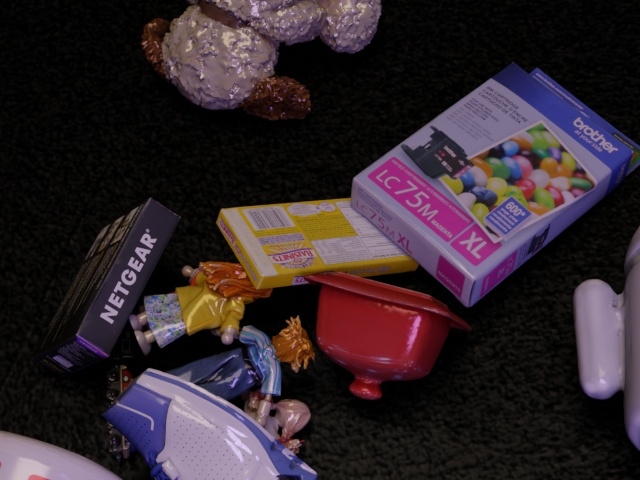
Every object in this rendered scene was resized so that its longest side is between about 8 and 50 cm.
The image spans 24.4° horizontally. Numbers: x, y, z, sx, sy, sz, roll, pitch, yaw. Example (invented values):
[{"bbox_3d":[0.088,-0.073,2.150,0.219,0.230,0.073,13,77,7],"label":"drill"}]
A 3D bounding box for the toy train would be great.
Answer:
[{"bbox_3d":[-0.209,0.160,1.568,0.036,0.027,0.158,-1,57,-8],"label":"toy train"}]

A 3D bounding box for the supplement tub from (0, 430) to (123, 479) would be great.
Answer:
[{"bbox_3d":[-0.296,0.329,1.364,0.191,0.191,0.272,14,69,13],"label":"supplement tub"}]

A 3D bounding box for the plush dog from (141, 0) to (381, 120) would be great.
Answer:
[{"bbox_3d":[-0.092,-0.259,1.738,0.262,0.210,0.225,25,90,21],"label":"plush dog"}]

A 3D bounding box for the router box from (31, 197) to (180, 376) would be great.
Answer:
[{"bbox_3d":[-0.230,0.051,1.575,0.046,0.133,0.179,35,61,-19],"label":"router box"}]

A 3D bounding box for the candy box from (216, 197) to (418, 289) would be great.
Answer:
[{"bbox_3d":[0.000,0.000,1.586,0.206,0.027,0.105,-5,48,-33],"label":"candy box"}]

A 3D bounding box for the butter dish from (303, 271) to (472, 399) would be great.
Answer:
[{"bbox_3d":[0.060,0.106,1.523,0.160,0.160,0.118,15,86,17],"label":"butter dish"}]

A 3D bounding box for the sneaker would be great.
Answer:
[{"bbox_3d":[-0.091,0.271,1.398,0.315,0.127,0.182,35,72,-2],"label":"sneaker"}]

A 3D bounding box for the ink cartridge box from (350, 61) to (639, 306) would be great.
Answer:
[{"bbox_3d":[0.206,-0.081,1.635,0.311,0.065,0.186,-35,63,-27],"label":"ink cartridge box"}]

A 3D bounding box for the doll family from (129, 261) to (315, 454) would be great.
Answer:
[{"bbox_3d":[-0.097,0.112,1.531,0.163,0.118,0.263,-23,61,-6],"label":"doll family"}]

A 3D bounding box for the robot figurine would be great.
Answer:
[{"bbox_3d":[0.398,0.094,1.451,0.300,0.200,0.353,2,59,10],"label":"robot figurine"}]
